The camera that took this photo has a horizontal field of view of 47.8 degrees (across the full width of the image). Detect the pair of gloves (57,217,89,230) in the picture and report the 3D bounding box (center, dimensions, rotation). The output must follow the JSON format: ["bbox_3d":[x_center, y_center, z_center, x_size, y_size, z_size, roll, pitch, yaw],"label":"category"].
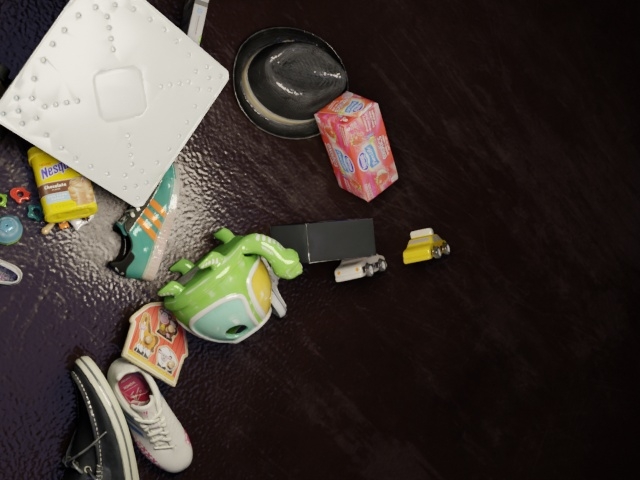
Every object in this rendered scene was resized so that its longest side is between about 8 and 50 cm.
[{"bbox_3d":[-0.584,-0.067,1.690,0.083,0.010,0.074,-25,81,-27],"label":"pair of gloves"}]

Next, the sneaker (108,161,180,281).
[{"bbox_3d":[-0.427,-0.056,1.750,0.121,0.108,0.302,16,85,-27],"label":"sneaker"}]

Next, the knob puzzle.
[{"bbox_3d":[-0.385,0.232,1.760,0.213,0.030,0.213,30,51,-45],"label":"knob puzzle"}]

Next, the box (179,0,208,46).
[{"bbox_3d":[-0.319,-0.523,1.778,0.038,0.145,0.186,14,84,-22],"label":"box"}]

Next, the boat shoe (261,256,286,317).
[{"bbox_3d":[-0.140,0.093,1.887,0.075,0.083,0.226,-36,103,-18],"label":"boat shoe"}]

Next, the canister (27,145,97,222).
[{"bbox_3d":[-0.592,-0.135,1.666,0.126,0.073,0.170,-13,73,-23],"label":"canister"}]

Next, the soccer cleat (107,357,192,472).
[{"bbox_3d":[-0.410,0.433,1.737,0.116,0.143,0.331,-33,102,-19],"label":"soccer cleat"}]

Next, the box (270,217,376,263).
[{"bbox_3d":[0.000,0.000,1.851,0.184,0.261,0.103,-8,93,-24],"label":"box"}]

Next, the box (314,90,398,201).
[{"bbox_3d":[0.098,-0.247,1.911,0.122,0.128,0.257,-39,134,-19],"label":"box"}]

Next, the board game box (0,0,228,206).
[{"bbox_3d":[-0.452,-0.330,1.607,0.390,0.050,0.390,36,86,-39],"label":"board game box"}]

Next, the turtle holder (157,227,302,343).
[{"bbox_3d":[-0.213,0.105,1.762,0.320,0.243,0.227,-41,105,-8],"label":"turtle holder"}]

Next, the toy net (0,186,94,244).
[{"bbox_3d":[-0.651,-0.066,1.693,0.232,0.045,0.122,-9,79,-26],"label":"toy net"}]

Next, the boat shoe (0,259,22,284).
[{"bbox_3d":[-0.767,0.058,1.627,0.184,0.063,0.066,29,79,-21],"label":"boat shoe"}]

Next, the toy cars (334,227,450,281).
[{"bbox_3d":[0.198,0.034,1.986,0.393,0.176,0.087,-13,90,-23],"label":"toy cars"}]

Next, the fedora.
[{"bbox_3d":[-0.055,-0.422,1.888,0.334,0.152,0.334,0,90,-23],"label":"fedora"}]

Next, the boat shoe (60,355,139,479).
[{"bbox_3d":[-0.521,0.517,1.672,0.156,0.186,0.501,-12,100,-29],"label":"boat shoe"}]

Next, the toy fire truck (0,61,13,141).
[{"bbox_3d":[-0.785,-0.353,1.553,0.246,0.217,0.159,21,76,-6],"label":"toy fire truck"}]
